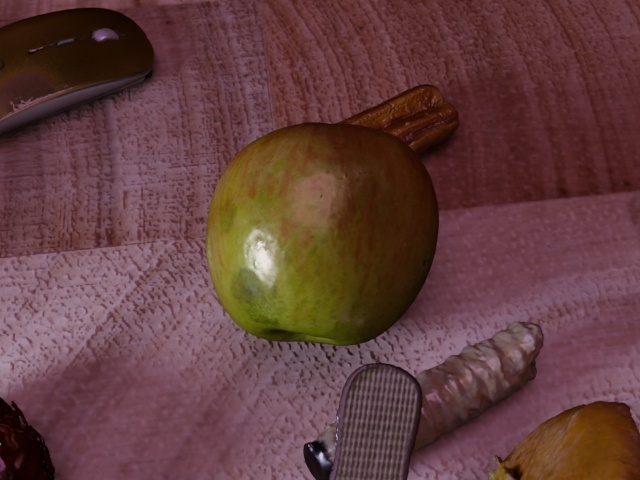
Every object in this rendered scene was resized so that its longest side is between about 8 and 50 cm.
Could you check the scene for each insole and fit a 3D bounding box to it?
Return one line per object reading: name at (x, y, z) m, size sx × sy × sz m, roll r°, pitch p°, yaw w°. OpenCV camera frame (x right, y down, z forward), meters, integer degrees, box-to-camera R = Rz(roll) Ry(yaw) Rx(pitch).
insole at (0.032, 0.215, 0.669) m, size 0.086 × 0.005 × 0.253 m, roll 10°, pitch 72°, yaw -5°

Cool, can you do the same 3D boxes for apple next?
apple at (0.000, 0.000, 0.752) m, size 0.196 × 0.196 × 0.196 m, roll -1°, pitch 56°, yaw 1°

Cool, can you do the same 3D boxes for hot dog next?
hot dog at (0.062, -0.104, 0.904) m, size 0.165 × 0.045 × 0.071 m, roll -27°, pitch 61°, yaw -16°

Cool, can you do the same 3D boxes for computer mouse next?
computer mouse at (-0.300, -0.182, 0.960) m, size 0.245 × 0.056 × 0.126 m, roll -23°, pitch 59°, yaw -15°

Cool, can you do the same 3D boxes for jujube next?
jujube at (-0.265, 0.166, 0.698) m, size 0.104 × 0.104 × 0.166 m, roll -30°, pitch 59°, yaw -18°

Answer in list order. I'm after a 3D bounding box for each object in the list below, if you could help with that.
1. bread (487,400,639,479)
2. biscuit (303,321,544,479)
bread at (0.155, 0.234, 0.557) m, size 0.146 × 0.268 × 0.268 m, roll 27°, pitch 59°, yaw 0°
biscuit at (0.089, 0.134, 0.734) m, size 0.219 × 0.061 × 0.055 m, roll -26°, pitch 66°, yaw -17°
